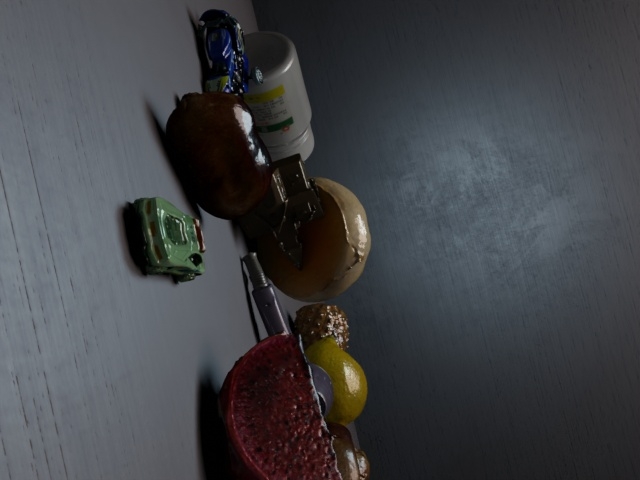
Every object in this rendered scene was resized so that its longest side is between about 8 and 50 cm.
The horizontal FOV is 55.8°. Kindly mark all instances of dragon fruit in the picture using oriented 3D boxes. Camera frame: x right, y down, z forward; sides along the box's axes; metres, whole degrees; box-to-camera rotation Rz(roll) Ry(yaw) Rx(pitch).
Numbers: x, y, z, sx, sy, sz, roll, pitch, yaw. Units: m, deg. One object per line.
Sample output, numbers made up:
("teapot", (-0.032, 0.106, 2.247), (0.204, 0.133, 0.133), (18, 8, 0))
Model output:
("dragon fruit", (-0.067, 0.247, 0.792), (0.189, 0.163, 0.262), (30, 35, -44))

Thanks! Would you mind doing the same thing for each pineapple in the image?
("pineapple", (0.005, 0.348, 1.685), (0.169, 0.169, 0.341), (71, 14, -60))

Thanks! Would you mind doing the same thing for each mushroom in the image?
("mushroom", (0.021, 0.474, 1.153), (0.253, 0.153, 0.253), (-9, 90, -85))
("mushroom", (-0.175, -0.165, 0.984), (0.217, 0.148, 0.227), (-125, -161, -48))

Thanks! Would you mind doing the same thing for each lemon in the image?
("lemon", (0.023, 0.356, 1.493), (0.187, 0.186, 0.244), (69, 11, -68))

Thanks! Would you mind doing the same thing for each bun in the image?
("bun", (0.000, 0.000, 1.446), (0.164, 0.299, 0.299), (1, 72, -54))

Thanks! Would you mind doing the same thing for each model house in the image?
("model house", (-0.081, -0.038, 1.312), (0.176, 0.180, 0.248), (-87, 158, -72))

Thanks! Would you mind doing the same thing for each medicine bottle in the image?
("medicine bottle", (-0.134, -0.365, 1.636), (0.340, 0.208, 0.208), (73, 4, -53))

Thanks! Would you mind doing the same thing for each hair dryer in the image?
("hair dryer", (-0.080, 0.190, 1.266), (0.301, 0.121, 0.361), (-148, -142, -82))

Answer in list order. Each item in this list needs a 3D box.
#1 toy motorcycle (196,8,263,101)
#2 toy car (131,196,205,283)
("toy motorcycle", (-0.214, -0.407, 1.361), (0.169, 0.113, 0.315), (50, 33, -59))
("toy car", (-0.171, -0.003, 0.726), (0.186, 0.058, 0.093), (57, 18, -80))
